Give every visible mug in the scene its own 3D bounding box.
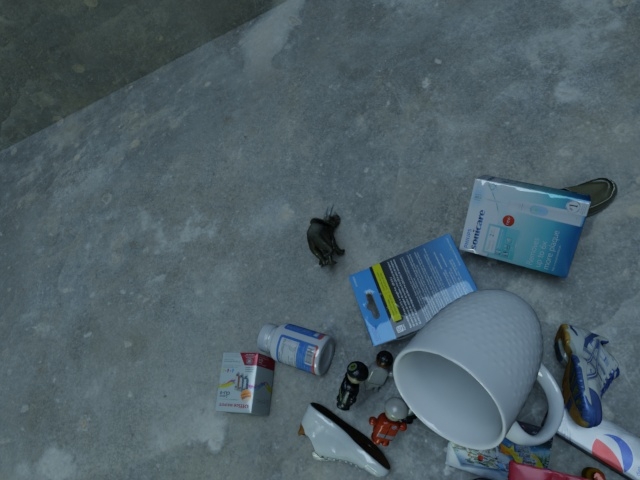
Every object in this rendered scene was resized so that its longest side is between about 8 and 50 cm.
[{"bbox_3d":[0.412,0.308,1.094,0.374,0.276,0.328,46,53,12],"label":"mug"}]

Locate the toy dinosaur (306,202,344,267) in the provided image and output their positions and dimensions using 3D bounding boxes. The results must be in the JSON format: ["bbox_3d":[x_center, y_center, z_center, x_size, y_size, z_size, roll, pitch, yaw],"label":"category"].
[{"bbox_3d":[0.000,0.000,1.496,0.120,0.313,0.161,-26,98,19],"label":"toy dinosaur"}]

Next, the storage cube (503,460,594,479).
[{"bbox_3d":[0.478,0.590,0.933,0.214,0.184,0.193,5,56,24],"label":"storage cube"}]

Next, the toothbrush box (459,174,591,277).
[{"bbox_3d":[0.570,-0.049,1.296,0.295,0.126,0.217,18,111,27],"label":"toothbrush box"}]

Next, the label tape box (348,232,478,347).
[{"bbox_3d":[0.283,0.159,1.372,0.333,0.106,0.241,-23,62,9],"label":"label tape box"}]

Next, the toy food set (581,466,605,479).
[{"bbox_3d":[0.656,0.636,1.016,0.111,0.104,0.233,-3,66,19],"label":"toy food set"}]

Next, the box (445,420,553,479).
[{"bbox_3d":[0.438,0.515,1.139,0.232,0.044,0.159,9,107,23],"label":"box"}]

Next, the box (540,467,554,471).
[{"bbox_3d":[0.534,0.601,1.075,0.081,0.028,0.136,-23,95,25],"label":"box"}]

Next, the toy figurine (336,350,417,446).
[{"bbox_3d":[0.171,0.407,1.231,0.213,0.209,0.148,37,121,33],"label":"toy figurine"}]

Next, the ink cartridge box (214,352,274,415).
[{"bbox_3d":[-0.231,0.447,1.422,0.128,0.127,0.177,-4,66,18],"label":"ink cartridge box"}]

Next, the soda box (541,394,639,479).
[{"bbox_3d":[0.682,0.483,1.081,0.286,0.098,0.091,29,79,28],"label":"soda box"}]

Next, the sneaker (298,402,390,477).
[{"bbox_3d":[0.059,0.583,1.277,0.290,0.105,0.123,26,87,36],"label":"sneaker"}]

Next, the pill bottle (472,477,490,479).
[{"bbox_3d":[0.386,0.618,1.088,0.094,0.169,0.094,-8,64,17],"label":"pill bottle"}]

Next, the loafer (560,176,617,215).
[{"bbox_3d":[0.742,-0.113,1.335,0.251,0.087,0.095,-28,60,7],"label":"loafer"}]

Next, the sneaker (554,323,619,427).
[{"bbox_3d":[0.655,0.317,1.099,0.130,0.112,0.297,11,38,13],"label":"sneaker"}]

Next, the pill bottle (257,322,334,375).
[{"bbox_3d":[-0.079,0.327,1.423,0.221,0.124,0.125,12,72,25],"label":"pill bottle"}]
